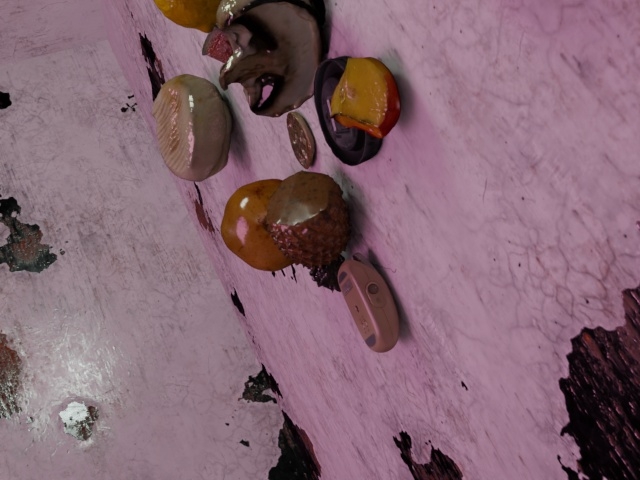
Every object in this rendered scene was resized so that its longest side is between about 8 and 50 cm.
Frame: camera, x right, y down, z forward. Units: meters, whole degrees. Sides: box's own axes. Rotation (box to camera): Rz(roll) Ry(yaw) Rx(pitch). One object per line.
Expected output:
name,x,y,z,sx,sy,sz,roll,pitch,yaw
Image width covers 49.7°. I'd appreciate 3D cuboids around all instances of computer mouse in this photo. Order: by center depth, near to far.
computer mouse,0.118,0.146,1.617,0.145,0.082,0.236,116,133,-65

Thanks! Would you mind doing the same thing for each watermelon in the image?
watermelon,-0.255,-0.531,1.900,0.158,0.121,0.098,61,147,18

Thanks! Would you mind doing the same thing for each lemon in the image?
lemon,-0.315,-0.669,1.728,0.267,0.267,0.267,53,155,39

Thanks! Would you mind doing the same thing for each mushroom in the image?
mushroom,-0.115,-0.407,1.445,0.344,0.247,0.130,54,-167,-61

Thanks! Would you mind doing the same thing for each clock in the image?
clock,0.055,-0.266,1.428,0.226,0.049,0.226,54,156,40

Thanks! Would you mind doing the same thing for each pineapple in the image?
pineapple,0.000,0.000,1.682,0.202,0.202,0.362,53,173,40

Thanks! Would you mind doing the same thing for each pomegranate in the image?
pomegranate,-0.139,-0.040,1.860,0.264,0.264,0.264,53,155,39

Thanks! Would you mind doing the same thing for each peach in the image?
peach,0.087,-0.260,1.252,0.151,0.118,0.151,-170,90,-67

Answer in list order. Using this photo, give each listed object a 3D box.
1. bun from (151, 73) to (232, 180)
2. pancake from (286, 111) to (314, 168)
bun,-0.407,-0.371,2.309,0.365,0.219,0.365,21,116,53
pancake,-0.053,-0.255,1.761,0.151,0.025,0.151,52,155,37
